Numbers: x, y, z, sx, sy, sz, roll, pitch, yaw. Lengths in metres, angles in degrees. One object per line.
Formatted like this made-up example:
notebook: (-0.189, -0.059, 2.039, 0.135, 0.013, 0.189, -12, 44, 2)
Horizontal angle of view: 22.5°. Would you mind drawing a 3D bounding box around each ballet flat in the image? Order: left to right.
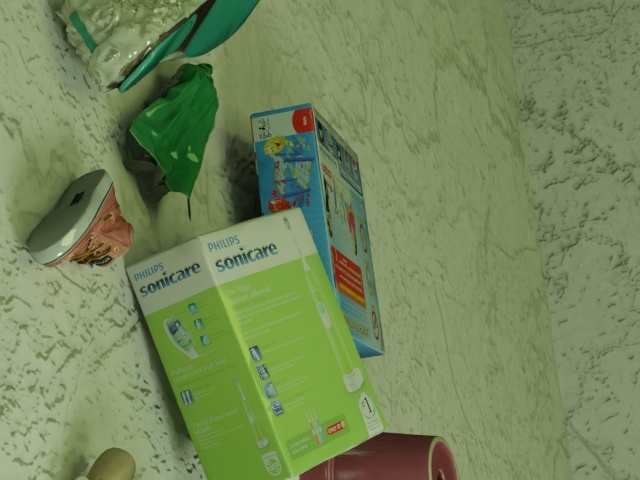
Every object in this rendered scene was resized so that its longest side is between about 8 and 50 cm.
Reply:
ballet flat: (-0.184, -0.283, 1.880, 0.409, 0.147, 0.147, -45, 121, -67)

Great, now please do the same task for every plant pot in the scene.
plant pot: (0.084, 0.338, 2.151, 0.201, 0.180, 0.201, -11, 90, -69)

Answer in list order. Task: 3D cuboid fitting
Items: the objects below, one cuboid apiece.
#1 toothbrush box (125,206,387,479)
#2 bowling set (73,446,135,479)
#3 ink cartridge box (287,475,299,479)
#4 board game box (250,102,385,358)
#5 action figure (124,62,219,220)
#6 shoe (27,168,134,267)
toothbrush box: (-0.069, 0.124, 1.828, 0.206, 0.122, 0.283, -19, 87, -55)
bowling set: (-0.125, 0.341, 1.573, 0.287, 0.200, 0.154, 61, 38, -28)
ink cartridge box: (-0.077, 0.261, 1.929, 0.115, 0.067, 0.198, 41, 40, -57)
board game box: (0.000, 0.000, 2.185, 0.308, 0.086, 0.301, 39, 43, -73)
action figure: (-0.168, -0.142, 1.921, 0.137, 0.063, 0.232, 63, 29, -31)
shoe: (-0.239, -0.002, 1.651, 0.081, 0.063, 0.178, 64, 20, -21)
